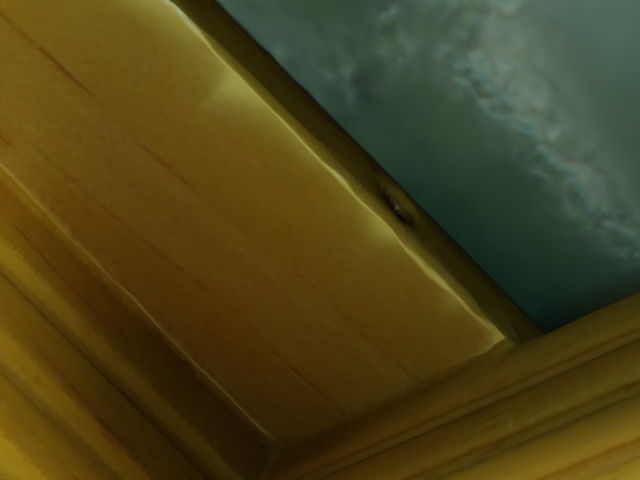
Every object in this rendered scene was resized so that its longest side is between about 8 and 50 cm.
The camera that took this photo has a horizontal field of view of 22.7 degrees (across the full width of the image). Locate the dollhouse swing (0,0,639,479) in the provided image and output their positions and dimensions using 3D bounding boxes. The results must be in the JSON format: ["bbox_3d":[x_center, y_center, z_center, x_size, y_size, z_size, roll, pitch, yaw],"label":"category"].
[{"bbox_3d":[0.000,0.000,0.341,0.315,0.347,0.305,46,113,-4],"label":"dollhouse swing"}]
